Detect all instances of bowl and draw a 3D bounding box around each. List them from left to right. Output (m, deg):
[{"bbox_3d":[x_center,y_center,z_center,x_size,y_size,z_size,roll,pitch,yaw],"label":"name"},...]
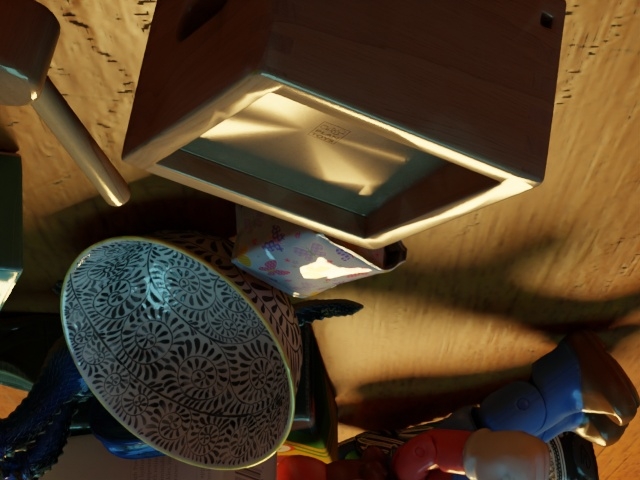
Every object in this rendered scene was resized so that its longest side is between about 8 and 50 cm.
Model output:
[{"bbox_3d":[-0.072,0.052,0.952,0.170,0.080,0.170,16,127,23],"label":"bowl"}]

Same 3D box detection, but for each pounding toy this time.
[{"bbox_3d":[-0.039,-0.075,0.621,0.206,0.094,0.181,19,159,-25],"label":"pounding toy"}]

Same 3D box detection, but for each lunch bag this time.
[{"bbox_3d":[0.000,0.000,0.888,0.071,0.053,0.083,-18,145,36],"label":"lunch bag"}]

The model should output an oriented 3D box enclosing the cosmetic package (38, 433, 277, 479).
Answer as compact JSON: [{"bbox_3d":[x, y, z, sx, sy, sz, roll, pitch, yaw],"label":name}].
[{"bbox_3d":[-0.152,0.208,1.139,0.231,0.117,0.085,-9,157,26],"label":"cosmetic package"}]

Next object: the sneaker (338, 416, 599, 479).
[{"bbox_3d":[0.111,0.225,1.382,0.146,0.134,0.343,-2,166,-41],"label":"sneaker"}]

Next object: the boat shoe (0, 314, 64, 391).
[{"bbox_3d":[-0.224,0.085,1.124,0.153,0.056,0.048,6,167,-11],"label":"boat shoe"}]

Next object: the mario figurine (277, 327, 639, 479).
[{"bbox_3d":[0.105,0.211,1.171,0.320,0.170,0.198,-30,126,-4],"label":"mario figurine"}]

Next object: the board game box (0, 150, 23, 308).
[{"bbox_3d":[-0.337,0.052,0.884,0.254,0.079,0.336,8,147,-22],"label":"board game box"}]

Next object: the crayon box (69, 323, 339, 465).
[{"bbox_3d":[-0.090,0.153,1.283,0.202,0.081,0.318,-3,161,5],"label":"crayon box"}]

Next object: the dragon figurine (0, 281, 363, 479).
[{"bbox_3d":[-0.115,0.105,1.044,0.289,0.144,0.085,-1,161,0],"label":"dragon figurine"}]
